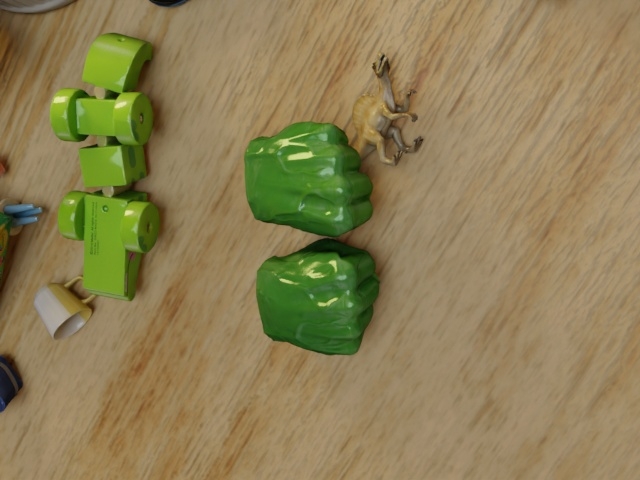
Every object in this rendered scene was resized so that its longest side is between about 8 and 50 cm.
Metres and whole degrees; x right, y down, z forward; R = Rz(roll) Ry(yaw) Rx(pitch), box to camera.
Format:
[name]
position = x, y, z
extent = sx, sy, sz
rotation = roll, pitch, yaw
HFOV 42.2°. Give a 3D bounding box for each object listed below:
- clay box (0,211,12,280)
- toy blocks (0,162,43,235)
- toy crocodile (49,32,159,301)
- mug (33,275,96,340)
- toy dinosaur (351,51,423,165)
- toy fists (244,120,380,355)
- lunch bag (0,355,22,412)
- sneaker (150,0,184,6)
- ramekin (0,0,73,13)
[clay box]
position = -0.501, 0.039, 1.124
extent = 0.127, 0.053, 0.222
rotation = 25, 125, -2
[toy blocks]
position = -0.453, -0.064, 1.130
extent = 0.148, 0.054, 0.123
rotation = -8, 96, 17
[toy crocodile]
position = -0.262, -0.089, 1.055
extent = 0.115, 0.105, 0.341
rotation = 5, 104, 15
[mug]
position = -0.349, 0.088, 1.128
extent = 0.064, 0.078, 0.062
rotation = 46, 140, 14
[toy dinosaur]
position = 0.068, -0.128, 0.981
extent = 0.092, 0.053, 0.183
rotation = 36, 119, 27
[toy fists]
position = 0.000, 0.000, 0.976
extent = 0.142, 0.096, 0.279
rotation = 4, 102, 40
[lunch bag]
position = -0.478, 0.210, 1.173
extent = 0.098, 0.065, 0.067
rotation = -20, 108, 17
[sneaker]
position = -0.139, -0.339, 0.986
extent = 0.188, 0.078, 0.067
rotation = -27, 90, 17
[ramekin]
position = -0.393, -0.423, 1.022
extent = 0.272, 0.127, 0.273
rotation = 2, 99, 15
